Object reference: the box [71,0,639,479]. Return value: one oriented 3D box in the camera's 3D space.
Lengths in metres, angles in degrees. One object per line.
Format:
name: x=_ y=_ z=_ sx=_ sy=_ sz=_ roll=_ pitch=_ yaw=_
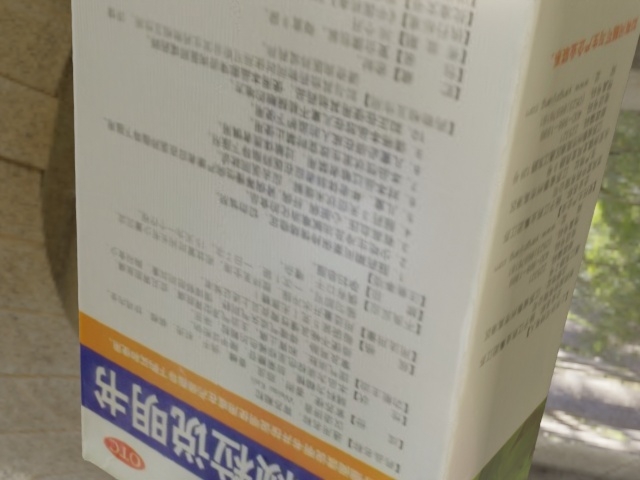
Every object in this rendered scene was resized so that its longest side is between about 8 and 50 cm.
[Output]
box: x=0.000 y=0.000 z=0.445 sx=0.106 sy=0.200 sz=0.300 roll=-31 pitch=-45 yaw=-47
